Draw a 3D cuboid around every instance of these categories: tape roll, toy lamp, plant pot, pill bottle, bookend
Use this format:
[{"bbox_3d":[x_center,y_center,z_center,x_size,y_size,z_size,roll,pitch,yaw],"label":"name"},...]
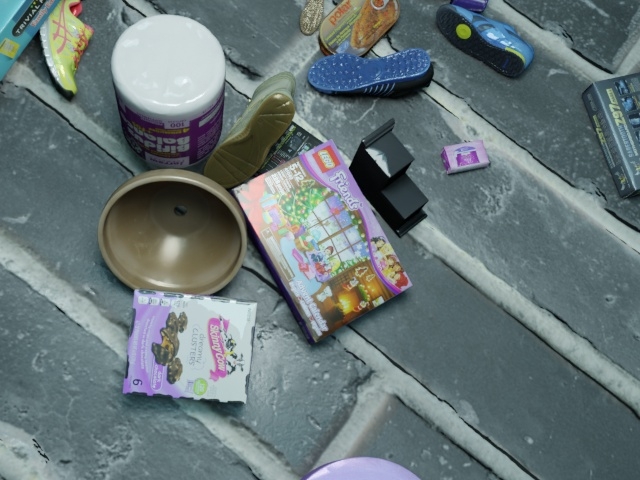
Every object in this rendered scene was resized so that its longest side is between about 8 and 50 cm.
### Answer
[{"bbox_3d":[0.061,0.479,1.228,0.274,0.090,0.275,3,72,-8],"label":"tape roll"},{"bbox_3d":[0.199,-0.514,1.562,0.274,0.080,0.080,16,71,-1],"label":"toy lamp"},{"bbox_3d":[-0.237,-0.025,1.300,0.237,0.237,0.110,6,32,-7],"label":"plant pot"},{"bbox_3d":[-0.241,-0.215,1.282,0.169,0.301,0.169,2,72,-8],"label":"pill bottle"},{"bbox_3d":[0.131,-0.106,1.383,0.072,0.157,0.156,-37,81,-17],"label":"bookend"}]

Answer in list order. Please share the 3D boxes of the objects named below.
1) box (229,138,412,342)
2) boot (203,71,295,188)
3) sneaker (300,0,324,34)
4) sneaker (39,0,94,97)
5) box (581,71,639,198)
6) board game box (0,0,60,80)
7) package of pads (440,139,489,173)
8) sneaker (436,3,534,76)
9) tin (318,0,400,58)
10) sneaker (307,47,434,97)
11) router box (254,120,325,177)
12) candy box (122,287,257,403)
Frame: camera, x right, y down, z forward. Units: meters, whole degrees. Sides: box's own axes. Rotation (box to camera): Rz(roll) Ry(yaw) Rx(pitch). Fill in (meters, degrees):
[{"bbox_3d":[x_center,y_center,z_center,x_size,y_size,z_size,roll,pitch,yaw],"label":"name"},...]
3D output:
[{"bbox_3d":[0.000,0.000,1.359,0.200,0.057,0.293,-29,89,-16],"label":"box"},{"bbox_3d":[-0.119,-0.197,1.398,0.077,0.165,0.213,37,113,-18],"label":"boot"},{"bbox_3d":[-0.013,-0.457,1.535,0.042,0.067,0.119,13,102,-7],"label":"sneaker"},{"bbox_3d":[-0.449,-0.354,1.410,0.094,0.081,0.209,-11,75,-14],"label":"sneaker"},{"bbox_3d":[0.637,-0.213,1.545,0.183,0.059,0.233,-14,76,-13],"label":"box"},{"bbox_3d":[-0.572,-0.466,1.363,0.253,0.079,0.336,33,84,14],"label":"board game box"},{"bbox_3d":[0.272,-0.156,1.485,0.083,0.032,0.050,-12,74,-12],"label":"package of pads"},{"bbox_3d":[0.325,-0.405,1.558,0.209,0.069,0.082,33,57,3],"label":"sneaker"},{"bbox_3d":[0.073,-0.420,1.535,0.106,0.040,0.190,42,72,1],"label":"tin"},{"bbox_3d":[0.096,-0.302,1.485,0.232,0.090,0.082,-2,73,13],"label":"sneaker"},{"bbox_3d":[-0.054,-0.145,1.428,0.092,0.038,0.122,35,72,3],"label":"router box"},{"bbox_3d":[-0.207,0.168,1.273,0.196,0.070,0.165,6,87,-6],"label":"candy box"}]
